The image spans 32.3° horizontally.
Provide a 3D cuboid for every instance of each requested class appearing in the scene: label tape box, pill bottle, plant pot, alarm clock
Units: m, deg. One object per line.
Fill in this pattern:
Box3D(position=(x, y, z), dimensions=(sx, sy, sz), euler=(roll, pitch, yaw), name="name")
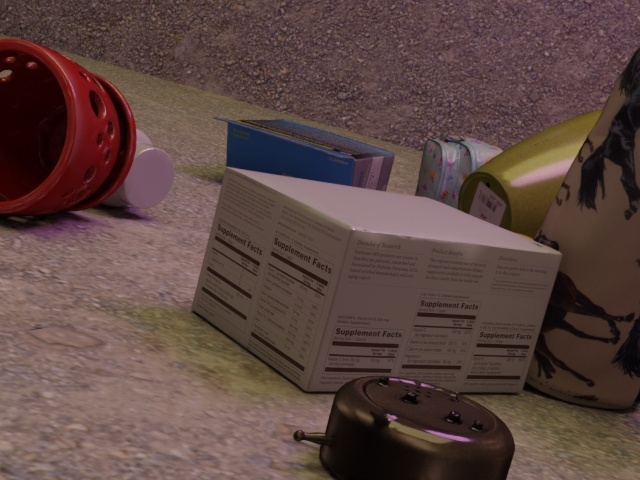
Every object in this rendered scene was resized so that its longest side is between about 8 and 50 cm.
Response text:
Box3D(position=(-0.031, -0.135, 1.943), dimensions=(0.240, 0.106, 0.334), euler=(18, 11, 16), name="label tape box")
Box3D(position=(-0.281, -0.105, 1.428), dimensions=(0.193, 0.108, 0.108), euler=(23, 13, 38), name="pill bottle")
Box3D(position=(-0.315, -0.117, 1.253), dimensions=(0.191, 0.191, 0.174), euler=(18, 2, 19), name="plant pot")
Box3D(position=(0.079, 0.138, 0.782), dimensions=(0.129, 0.064, 0.192), euler=(21, 9, 32), name="alarm clock")
Box3D(position=(0.385, -0.071, 1.858), dimensions=(0.293, 0.275, 0.275), euler=(-10, 22, -31), name="plant pot")

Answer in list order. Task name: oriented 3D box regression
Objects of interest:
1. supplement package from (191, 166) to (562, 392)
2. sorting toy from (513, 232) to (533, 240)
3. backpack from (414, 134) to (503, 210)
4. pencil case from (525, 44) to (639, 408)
Box3D(position=(0.051, 0.038, 1.033), dimensions=(0.262, 0.145, 0.204), euler=(7, 13, -38), name="supplement package")
Box3D(position=(0.266, 0.026, 1.415), dimensions=(0.348, 0.047, 0.196), euler=(24, 12, 35), name="sorting toy")
Box3D(position=(0.264, -0.111, 2.061), dimensions=(0.144, 0.166, 0.188), euler=(8, 9, -25), name="backpack")
Box3D(position=(0.327, -0.036, 1.077), dimensions=(0.183, 0.410, 0.160), euler=(14, 20, -28), name="pencil case")
